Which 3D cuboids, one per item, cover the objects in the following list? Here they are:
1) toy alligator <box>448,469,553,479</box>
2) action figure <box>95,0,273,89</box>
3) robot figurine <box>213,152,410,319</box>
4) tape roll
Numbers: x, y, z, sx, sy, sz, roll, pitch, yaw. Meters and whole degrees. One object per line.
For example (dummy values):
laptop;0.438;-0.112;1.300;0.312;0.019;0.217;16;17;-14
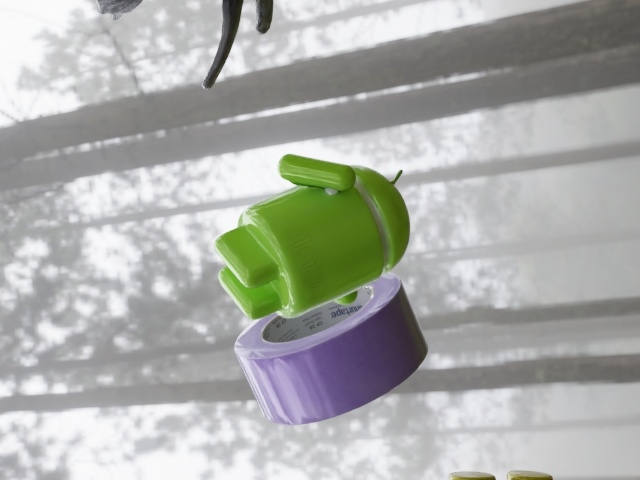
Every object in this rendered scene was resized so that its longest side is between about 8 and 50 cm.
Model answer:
toy alligator;0.136;0.170;0.735;0.189;0.051;0.056;4;-92;-20
action figure;-0.075;-0.210;0.530;0.141;0.164;0.276;-32;-91;-31
robot figurine;0.000;0.000;0.676;0.115;0.067;0.101;-25;-44;-21
tape roll;0.011;0.109;1.273;0.189;0.189;0.080;-45;-64;-55
